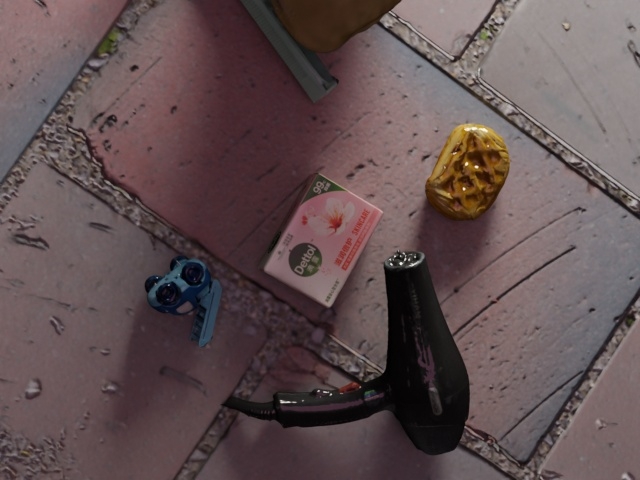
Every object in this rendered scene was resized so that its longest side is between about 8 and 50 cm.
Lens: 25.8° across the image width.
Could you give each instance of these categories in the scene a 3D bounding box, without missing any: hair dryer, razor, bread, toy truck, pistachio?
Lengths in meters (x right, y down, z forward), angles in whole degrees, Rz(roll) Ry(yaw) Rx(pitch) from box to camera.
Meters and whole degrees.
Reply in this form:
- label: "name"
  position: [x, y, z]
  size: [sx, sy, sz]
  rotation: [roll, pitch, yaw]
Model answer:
- label: "hair dryer"
  position: [0.022, 0.143, 1.512]
  size: [0.272, 0.091, 0.235]
  rotation: [-14, 111, -4]
- label: "razor"
  position: [-0.071, -0.270, 1.497]
  size: [0.111, 0.056, 0.278]
  rotation: [-45, 110, -43]
- label: "bread"
  position: [0.165, -0.075, 1.557]
  size: [0.083, 0.044, 0.110]
  rotation: [28, 89, -15]
- label: "toy truck"
  position: [-0.140, 0.067, 1.498]
  size: [0.073, 0.056, 0.090]
  rotation: [-37, 112, -14]
- label: "pistachio"
  position: [0.028, -0.335, 1.450]
  size: [0.181, 0.162, 0.293]
  rotation: [14, 85, -26]

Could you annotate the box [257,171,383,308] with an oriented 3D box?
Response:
- label: "box"
  position: [0.000, 0.000, 1.526]
  size: [0.089, 0.043, 0.125]
  rotation: [29, 86, -11]
